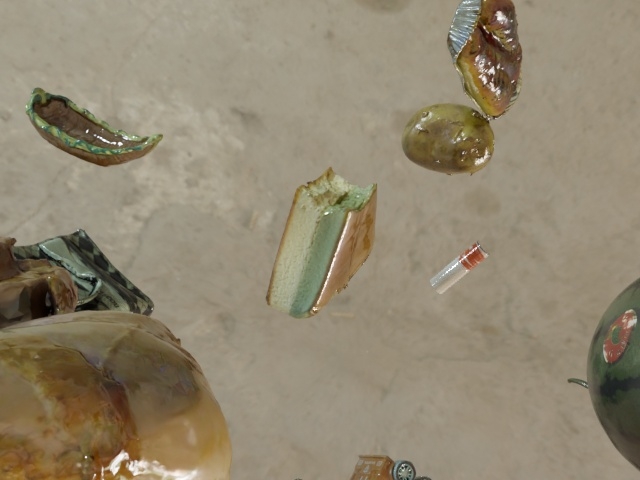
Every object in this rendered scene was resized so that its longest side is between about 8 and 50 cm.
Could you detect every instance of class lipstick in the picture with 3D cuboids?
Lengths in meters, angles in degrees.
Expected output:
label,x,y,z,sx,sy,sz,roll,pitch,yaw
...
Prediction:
label,x,y,z,sx,sy,sz,roll,pitch,yaw
lipstick,0.282,0.055,1.549,0.131,0.038,0.038,-42,81,21

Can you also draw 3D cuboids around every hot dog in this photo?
label,x,y,z,sx,sy,sz,roll,pitch,yaw
hot dog,0.300,-0.322,1.336,0.082,0.270,0.162,22,79,33

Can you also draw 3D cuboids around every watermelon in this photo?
label,x,y,z,sx,sy,sz,roll,pitch,yaw
watermelon,0.163,0.061,0.337,0.105,0.133,0.105,8,74,-28

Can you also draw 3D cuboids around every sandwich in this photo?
label,x,y,z,sx,sy,sz,roll,pitch,yaw
sandwich,0.000,0.000,1.263,0.108,0.186,0.220,25,55,22

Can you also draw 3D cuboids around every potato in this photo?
label,x,y,z,sx,sy,sz,roll,pitch,yaw
potato,0.244,-0.190,1.439,0.176,0.137,0.137,22,83,23

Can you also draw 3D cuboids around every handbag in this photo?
label,x,y,z,sx,sy,sz,roll,pitch,yaw
handbag,-0.606,0.108,1.665,0.316,0.416,0.180,47,111,14

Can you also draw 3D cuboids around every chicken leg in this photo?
label,x,y,z,sx,sy,sz,roll,pitch,yaw
chicken leg,-0.263,0.094,0.514,0.182,0.409,0.295,-55,43,26

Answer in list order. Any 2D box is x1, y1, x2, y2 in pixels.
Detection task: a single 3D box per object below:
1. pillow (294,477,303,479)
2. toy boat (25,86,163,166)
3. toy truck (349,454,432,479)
label,x,y,z,sx,sy,sz,roll,pitch,yaw
pillow,0.000,0.392,1.025,0.150,0.048,0.090,44,115,7
toy boat,-0.414,-0.194,1.396,0.293,0.108,0.099,22,122,18
toy truck,0.189,0.592,1.606,0.305,0.136,0.162,41,63,-11
